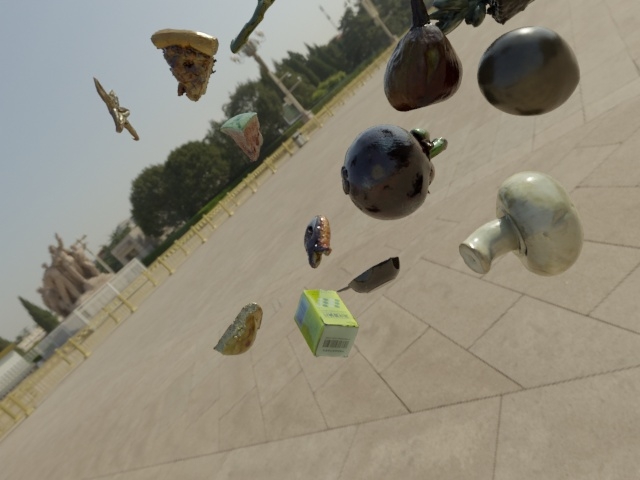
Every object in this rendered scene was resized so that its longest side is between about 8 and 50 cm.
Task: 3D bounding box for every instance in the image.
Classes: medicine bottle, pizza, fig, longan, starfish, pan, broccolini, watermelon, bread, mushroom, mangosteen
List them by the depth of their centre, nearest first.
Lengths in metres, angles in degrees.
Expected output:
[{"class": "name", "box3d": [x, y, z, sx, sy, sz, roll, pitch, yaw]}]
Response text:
[{"class": "longan", "box3d": [0.460, -0.371, 1.034, 0.198, 0.212, 0.198, -52, -4, -5]}, {"class": "pizza", "box3d": [-0.302, -0.387, 1.059, 0.193, 0.154, 0.069, 93, -178, -57]}, {"class": "fig", "box3d": [0.221, -0.440, 1.086, 0.191, 0.290, 0.190, -18, 37, 14]}, {"class": "pan", "box3d": [0.125, 0.099, 1.127, 0.129, 0.048, 0.202, -22, -12, -17]}, {"class": "broccolini", "box3d": [-0.178, -0.624, 1.227, 0.079, 0.073, 0.392, -13, -3, -33]}, {"class": "mushroom", "box3d": [0.608, -0.037, 1.330, 0.315, 0.315, 0.356, -28, 4, 46]}, {"class": "mangosteen", "box3d": [0.244, -0.220, 1.467, 0.360, 0.305, 0.306, -10, 16, 3]}, {"class": "pizza", "box3d": [-0.235, 0.301, 1.482, 0.188, 0.081, 0.204, -51, -15, -14]}, {"class": "watermelon", "box3d": [-0.232, -0.351, 1.523, 0.098, 0.158, 0.121, -47, 14, -22]}, {"class": "starfish", "box3d": [-0.703, -0.451, 1.595, 0.043, 0.240, 0.227, -27, 38, -2]}, {"class": "medicine bottle", "box3d": [0.014, 0.290, 1.647, 0.250, 0.137, 0.141, 51, 126, 58]}, {"class": "bread", "box3d": [-0.005, 0.003, 1.892, 0.139, 0.095, 0.268, -49, 35, 30]}]

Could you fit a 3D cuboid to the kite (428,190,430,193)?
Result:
[{"class": "kite", "box3d": [0.388, -0.221, 1.973, 0.159, 0.190, 0.010, 112, 159, -55]}]

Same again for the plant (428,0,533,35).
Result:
[{"class": "plant", "box3d": [0.411, -0.613, 1.189, 0.275, 0.146, 0.149, -25, 60, 7]}]
